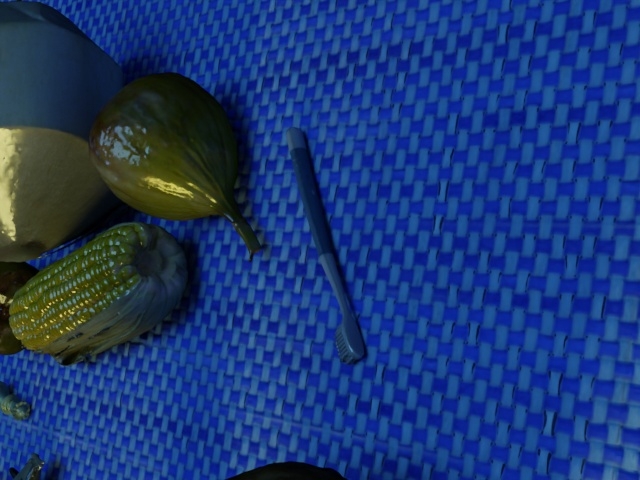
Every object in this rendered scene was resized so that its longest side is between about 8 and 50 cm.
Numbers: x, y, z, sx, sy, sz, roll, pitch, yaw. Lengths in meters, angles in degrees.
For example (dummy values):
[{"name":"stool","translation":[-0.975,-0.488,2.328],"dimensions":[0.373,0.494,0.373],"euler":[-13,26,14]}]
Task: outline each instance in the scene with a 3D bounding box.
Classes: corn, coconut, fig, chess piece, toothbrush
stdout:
[{"name":"corn","translation":[-0.268,0.066,1.431],"dimensions":[0.305,0.122,0.123],"euler":[-22,106,49]},{"name":"coconut","translation":[-0.375,-0.123,1.465],"dimensions":[0.323,0.323,0.322],"euler":[-18,66,47]},{"name":"fig","translation":[-0.143,-0.068,1.309],"dimensions":[0.257,0.159,0.159],"euler":[48,118,27]},{"name":"fig","translation":[-0.450,0.086,1.633],"dimensions":[0.185,0.127,0.132],"euler":[2,94,47]},{"name":"chess piece","translation":[-0.425,0.221,1.631],"dimensions":[0.093,0.042,0.042],"euler":[16,92,44]},{"name":"toothbrush","translation":[0.000,0.000,1.187],"dimensions":[0.025,0.019,0.275],"euler":[-48,46,42]}]

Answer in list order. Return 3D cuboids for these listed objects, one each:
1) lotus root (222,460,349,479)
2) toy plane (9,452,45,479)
[{"name":"lotus root","translation":[-0.024,0.323,0.969],"dimensions":[0.316,0.316,0.250],"euler":[-60,23,20]},{"name":"toy plane","translation":[-0.412,0.346,1.550],"dimensions":[0.262,0.088,0.192],"euler":[28,96,61]}]
